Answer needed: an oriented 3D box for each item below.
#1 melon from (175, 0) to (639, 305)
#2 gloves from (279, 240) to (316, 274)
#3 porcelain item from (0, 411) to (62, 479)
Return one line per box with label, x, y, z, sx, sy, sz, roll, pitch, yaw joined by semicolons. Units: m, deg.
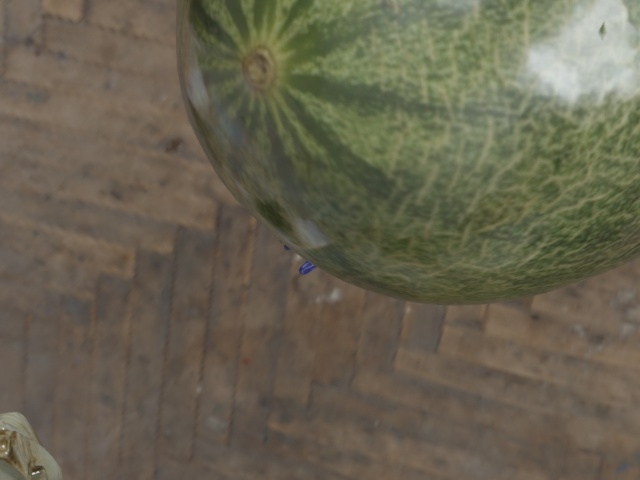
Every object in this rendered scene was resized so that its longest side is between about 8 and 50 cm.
melon;0.071;-0.095;0.684;0.237;0.302;0.237;13;113;33
gloves;0.000;0.000;1.508;0.086;0.026;0.064;-13;114;32
porcelain item;-0.186;0.138;0.945;0.084;0.213;0.054;-14;98;-1
